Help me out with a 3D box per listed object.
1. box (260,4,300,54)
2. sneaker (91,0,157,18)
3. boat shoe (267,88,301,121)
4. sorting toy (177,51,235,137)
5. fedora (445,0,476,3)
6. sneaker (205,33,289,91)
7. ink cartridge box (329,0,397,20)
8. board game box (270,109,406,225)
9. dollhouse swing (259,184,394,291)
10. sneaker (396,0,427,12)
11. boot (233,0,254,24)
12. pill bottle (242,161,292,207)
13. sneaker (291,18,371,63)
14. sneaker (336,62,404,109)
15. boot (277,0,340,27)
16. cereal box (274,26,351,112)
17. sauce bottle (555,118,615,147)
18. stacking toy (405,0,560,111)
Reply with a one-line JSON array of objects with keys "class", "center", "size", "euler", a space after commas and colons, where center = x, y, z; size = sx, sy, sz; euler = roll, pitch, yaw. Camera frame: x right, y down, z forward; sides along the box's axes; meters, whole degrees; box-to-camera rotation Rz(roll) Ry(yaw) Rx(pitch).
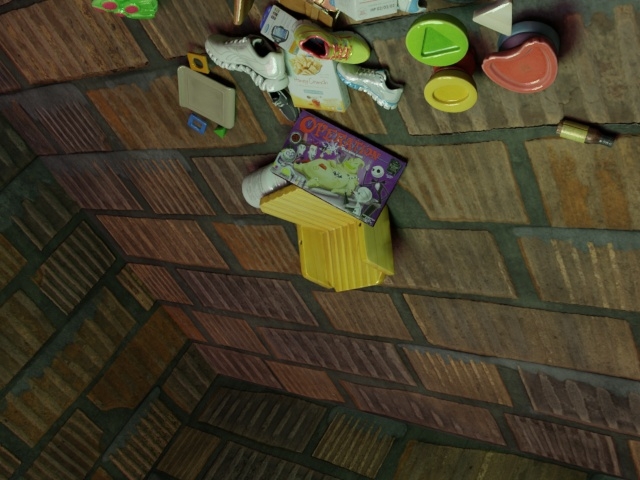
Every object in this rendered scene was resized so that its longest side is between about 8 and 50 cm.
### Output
[{"class": "box", "center": [-0.097, -0.549, 1.774], "size": [0.136, 0.028, 0.081], "euler": [41, 114, 25]}, {"class": "sneaker", "center": [-0.515, -0.744, 1.855], "size": [0.185, 0.202, 0.482], "euler": [8, 172, -23]}, {"class": "boat shoe", "center": [-0.130, -0.420, 2.000], "size": [0.075, 0.065, 0.206], "euler": [0, 135, 42]}, {"class": "sorting toy", "center": [-0.355, -0.462, 2.174], "size": [0.195, 0.047, 0.348], "euler": [25, 147, 8]}, {"class": "fedora", "center": [0.280, -0.612, 1.255], "size": [0.334, 0.333, 0.153], "euler": [93, 152, -54]}, {"class": "sneaker", "center": [-0.202, -0.519, 1.884], "size": [0.292, 0.110, 0.118], "euler": [31, 143, 25]}, {"class": "ink cartridge box", "center": [0.100, -0.537, 1.513], "size": [0.181, 0.104, 0.062], "euler": [-127, 25, -50]}, {"class": "board game box", "center": [0.051, -0.210, 1.992], "size": [0.346, 0.208, 0.056], "euler": [28, 177, 10]}, {"class": "dollhouse swing", "center": [0.000, 0.000, 2.187], "size": [0.304, 0.315, 0.346], "euler": [1, 169, -38]}, {"class": "sneaker", "center": [0.211, -0.597, 1.455], "size": [0.086, 0.085, 0.237], "euler": [4, 141, -2]}, {"class": "boot", "center": [-0.194, -0.630, 1.579], "size": [0.096, 0.264, 0.280], "euler": [9, 138, -6]}, {"class": "pill bottle", "center": [-0.147, -0.191, 2.257], "size": [0.131, 0.131, 0.229], "euler": [48, 146, -21]}, {"class": "sneaker", "center": [0.027, -0.475, 1.701], "size": [0.208, 0.094, 0.082], "euler": [10, 131, -15]}, {"class": "sneaker", "center": [0.132, -0.421, 1.768], "size": [0.190, 0.071, 0.083], "euler": [28, 142, -5]}, {"class": "boot", "center": [-0.029, -0.631, 1.585], "size": [0.220, 0.109, 0.283], "euler": [32, 149, 2]}, {"class": "cereal box", "center": [-0.023, -0.464, 1.859], "size": [0.173, 0.047, 0.240], "euler": [13, 142, 30]}, {"class": "sauce bottle", "center": [0.609, -0.243, 1.576], "size": [0.128, 0.042, 0.042], "euler": [24, 147, 21]}, {"class": "stacking toy", "center": [0.345, -0.431, 1.475], "size": [0.308, 0.131, 0.279], "euler": [-6, 146, 34]}]
